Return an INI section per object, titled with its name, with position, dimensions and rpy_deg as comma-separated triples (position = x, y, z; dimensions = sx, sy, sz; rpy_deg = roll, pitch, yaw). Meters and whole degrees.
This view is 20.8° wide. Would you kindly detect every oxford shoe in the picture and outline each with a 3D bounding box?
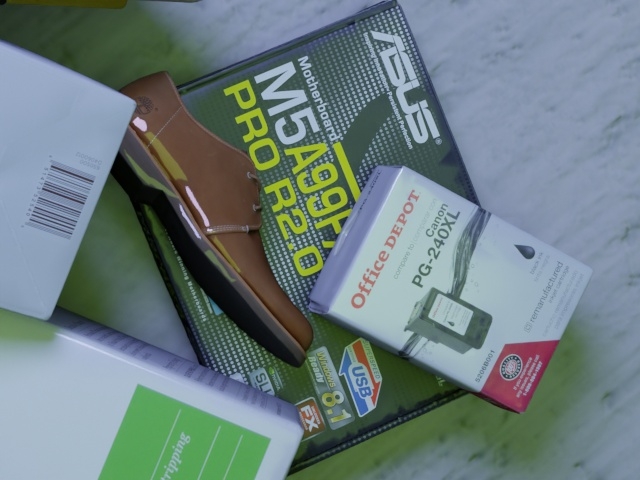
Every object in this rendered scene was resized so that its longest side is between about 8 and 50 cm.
[oxford shoe]
position = -0.060, -0.014, 1.110
dimensions = 0.076, 0.076, 0.212
rpy_deg = -38, 100, -19

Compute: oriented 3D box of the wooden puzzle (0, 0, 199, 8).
[wooden puzzle]
position = -0.211, -0.181, 1.025
dimensions = 0.221, 0.238, 0.044
rpy_deg = 31, 116, 29

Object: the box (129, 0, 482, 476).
[box]
position = 0.000, 0.000, 1.187
dimensions = 0.216, 0.060, 0.270
rpy_deg = -23, 97, -9

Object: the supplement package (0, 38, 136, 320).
[supplement package]
position = -0.238, -0.065, 1.025
dimensions = 0.133, 0.244, 0.139
rpy_deg = 21, 93, -36

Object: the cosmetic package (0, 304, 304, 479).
[cosmetic package]
position = -0.213, 0.125, 1.073
dimensions = 0.365, 0.155, 0.197
rpy_deg = 21, 89, -2

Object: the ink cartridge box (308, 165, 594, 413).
[ink cartridge box]
position = 0.084, 0.031, 1.142
dimensions = 0.150, 0.063, 0.109
rpy_deg = 27, 87, -11
